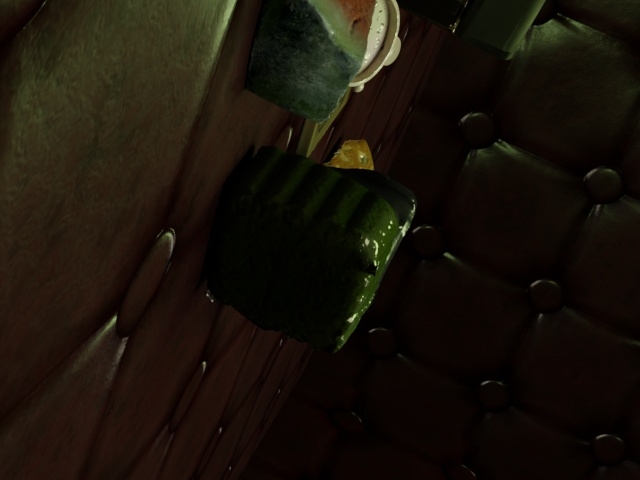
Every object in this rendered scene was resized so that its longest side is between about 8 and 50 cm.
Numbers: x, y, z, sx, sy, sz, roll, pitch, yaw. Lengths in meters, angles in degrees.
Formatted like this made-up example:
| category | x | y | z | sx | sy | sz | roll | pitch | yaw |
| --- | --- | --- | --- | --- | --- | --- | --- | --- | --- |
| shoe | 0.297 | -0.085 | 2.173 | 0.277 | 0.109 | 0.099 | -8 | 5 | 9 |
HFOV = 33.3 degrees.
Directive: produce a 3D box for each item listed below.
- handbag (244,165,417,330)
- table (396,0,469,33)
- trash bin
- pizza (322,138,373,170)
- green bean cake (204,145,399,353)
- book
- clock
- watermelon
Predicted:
| category | x | y | z | sx | sy | sz | roll | pitch | yaw |
| --- | --- | --- | --- | --- | --- | --- | --- | --- | --- |
| handbag | -0.003 | -0.002 | 1.848 | 0.275 | 0.178 | 0.301 | -15 | -142 | 50 |
| table | 0.211 | -0.496 | 1.896 | 0.193 | 0.172 | 0.169 | 84 | 31 | -87 |
| trash bin | 0.353 | -0.465 | 1.946 | 0.240 | 0.122 | 0.164 | 116 | 0 | -72 |
| pizza | 0.051 | -0.137 | 2.352 | 0.058 | 0.127 | 0.246 | -40 | -158 | 44 |
| green bean cake | -0.027 | 0.012 | 1.585 | 0.156 | 0.247 | 0.249 | -57 | 169 | -48 |
| book | 0.022 | -0.266 | 1.945 | 0.231 | 0.026 | 0.161 | -59 | 171 | -47 |
| clock | 0.047 | -0.310 | 1.609 | 0.229 | 0.063 | 0.155 | 7 | 112 | -55 |
| watermelon | 0.009 | -0.309 | 1.359 | 0.193 | 0.140 | 0.256 | 120 | -8 | -52 |
